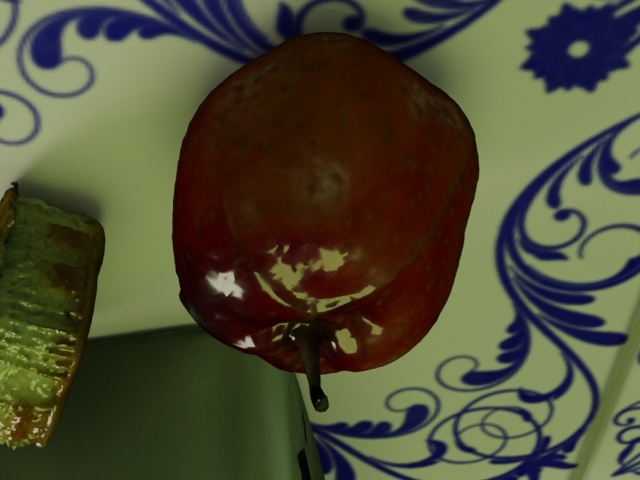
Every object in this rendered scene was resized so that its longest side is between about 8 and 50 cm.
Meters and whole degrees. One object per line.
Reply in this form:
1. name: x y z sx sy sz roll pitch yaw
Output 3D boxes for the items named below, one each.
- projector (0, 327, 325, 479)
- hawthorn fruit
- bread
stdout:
1. projector: -0.119 0.234 0.843 0.248 0.249 0.248 -9 136 4
2. hawthorn fruit: 0.000 0.000 0.653 0.157 0.194 0.157 4 144 3
3. bread: -0.169 0.051 0.736 0.069 0.128 0.140 19 131 -17
